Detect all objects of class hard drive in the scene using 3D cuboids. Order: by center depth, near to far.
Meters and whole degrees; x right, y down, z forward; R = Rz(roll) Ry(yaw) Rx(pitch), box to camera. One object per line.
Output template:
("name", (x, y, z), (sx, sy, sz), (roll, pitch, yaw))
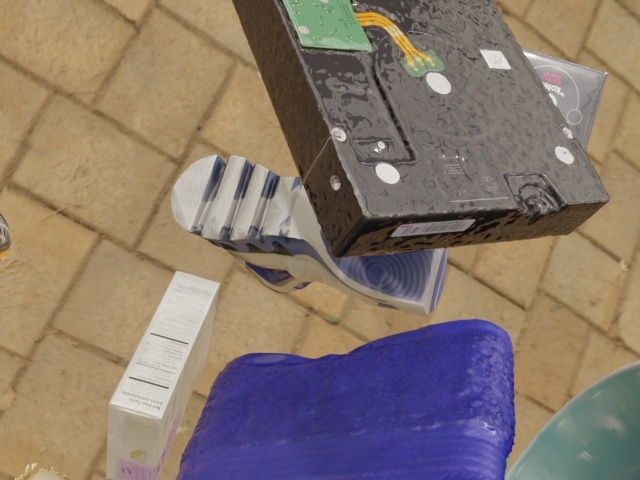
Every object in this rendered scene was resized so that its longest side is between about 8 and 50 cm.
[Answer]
("hard drive", (0.063, -0.148, 0.605), (0.237, 0.064, 0.338), (-6, 61, -31))

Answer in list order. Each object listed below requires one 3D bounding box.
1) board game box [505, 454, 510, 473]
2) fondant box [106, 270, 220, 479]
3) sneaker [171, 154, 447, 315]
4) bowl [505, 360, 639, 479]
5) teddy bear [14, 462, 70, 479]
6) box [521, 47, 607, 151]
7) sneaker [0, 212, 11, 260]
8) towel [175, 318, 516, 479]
("board game box", (0.249, 0.303, 1.118), (0.124, 0.039, 0.259), (-62, 140, -38))
("fondant box", (-0.290, 0.255, 1.369), (0.096, 0.238, 0.330), (17, 41, 1))
("sneaker", (-0.001, 0.000, 0.866), (0.316, 0.182, 0.127), (17, 76, 17))
("bowl", (0.263, 0.265, 0.585), (0.163, 0.311, 0.311), (38, 69, -1))
("teddy bear", (-0.291, 0.434, 0.937), (0.113, 0.245, 0.338), (-37, 135, -13))
("box", (0.222, -0.147, 0.945), (0.165, 0.270, 0.143), (15, 91, -3))
("sneaker", (-0.392, -0.017, 0.824), (0.084, 0.215, 0.083), (7, 105, -21))
("towel", (0.002, 0.172, 0.429), (0.308, 0.228, 0.076), (-66, 139, -58))
